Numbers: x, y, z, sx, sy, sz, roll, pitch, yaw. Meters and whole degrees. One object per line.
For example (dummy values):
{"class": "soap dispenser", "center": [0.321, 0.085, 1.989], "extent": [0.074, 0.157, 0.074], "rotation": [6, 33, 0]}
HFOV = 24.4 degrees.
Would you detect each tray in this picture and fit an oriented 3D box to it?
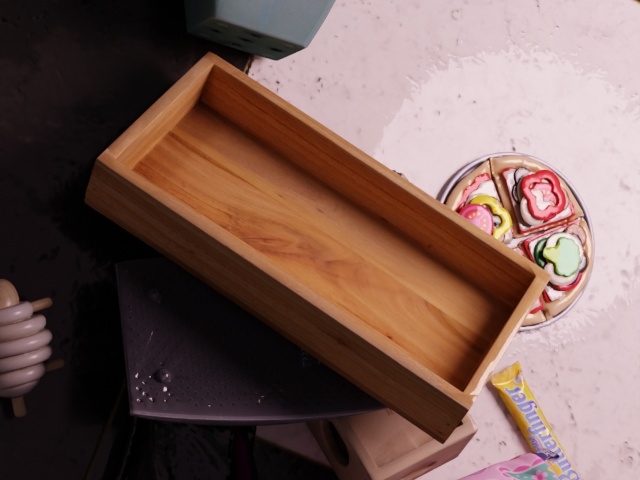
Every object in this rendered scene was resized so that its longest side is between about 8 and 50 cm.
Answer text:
{"class": "tray", "center": [0.000, 0.000, 1.431], "extent": [0.411, 0.076, 0.203], "rotation": [33, 48, 6]}

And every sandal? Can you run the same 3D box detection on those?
{"class": "sandal", "center": [-0.123, 0.233, 1.423], "extent": [0.168, 0.107, 0.445], "rotation": [5, 79, -21]}

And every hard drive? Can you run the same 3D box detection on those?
{"class": "hard drive", "center": [-0.069, 0.099, 1.418], "extent": [0.255, 0.054, 0.172], "rotation": [1, 62, -21]}

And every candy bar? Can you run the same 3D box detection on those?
{"class": "candy bar", "center": [0.239, 0.209, 1.616], "extent": [0.040, 0.018, 0.161], "rotation": [-31, 93, -22]}

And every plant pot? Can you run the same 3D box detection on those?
{"class": "plant pot", "center": [-0.051, -0.315, 1.515], "extent": [0.165, 0.166, 0.234], "rotation": [16, 84, -18]}

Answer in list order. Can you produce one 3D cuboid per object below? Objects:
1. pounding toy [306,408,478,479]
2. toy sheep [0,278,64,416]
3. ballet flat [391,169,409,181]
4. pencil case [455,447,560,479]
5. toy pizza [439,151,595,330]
{"class": "pounding toy", "center": [0.022, 0.160, 1.505], "extent": [0.181, 0.094, 0.206], "rotation": [-24, 69, -22]}
{"class": "toy sheep", "center": [-0.291, 0.101, 1.394], "extent": [0.091, 0.091, 0.132], "rotation": [-14, 92, -22]}
{"class": "ballet flat", "center": [0.036, -0.013, 1.554], "extent": [0.168, 0.057, 0.052], "rotation": [-36, 105, -22]}
{"class": "pencil case", "center": [0.132, 0.312, 1.505], "extent": [0.284, 0.124, 0.124], "rotation": [-17, 88, -22]}
{"class": "toy pizza", "center": [0.220, -0.001, 1.634], "extent": [0.201, 0.032, 0.201], "rotation": [3, 80, -21]}
